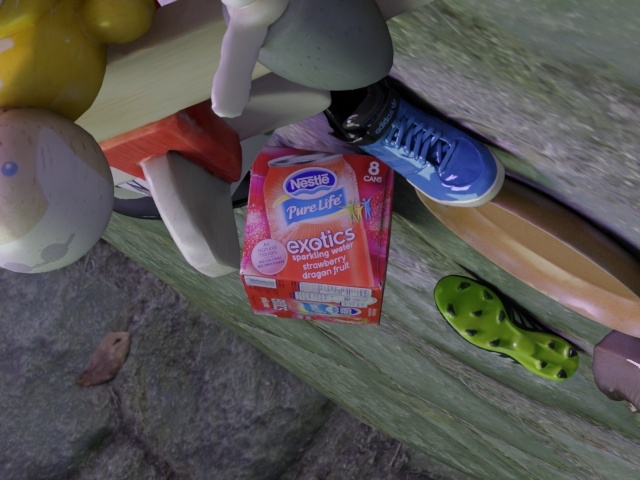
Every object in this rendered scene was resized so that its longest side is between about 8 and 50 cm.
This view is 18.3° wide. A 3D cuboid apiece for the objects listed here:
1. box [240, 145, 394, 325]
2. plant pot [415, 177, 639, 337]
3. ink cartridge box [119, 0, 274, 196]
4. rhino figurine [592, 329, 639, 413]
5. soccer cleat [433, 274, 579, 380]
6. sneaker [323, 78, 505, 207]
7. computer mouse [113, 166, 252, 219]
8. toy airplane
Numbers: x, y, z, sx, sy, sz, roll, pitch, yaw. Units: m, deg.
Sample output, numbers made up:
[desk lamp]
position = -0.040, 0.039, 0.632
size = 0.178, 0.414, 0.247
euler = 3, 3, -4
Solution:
[box]
position = 0.000, 0.000, 1.828
size = 0.128, 0.122, 0.257
euler = 6, 170, 2
[plant pot]
position = 0.184, 0.005, 1.606
size = 0.236, 0.032, 0.236
euler = 32, 173, 5
[ink cartridge box]
position = -0.112, -0.117, 1.548
size = 0.093, 0.160, 0.219
euler = 36, 172, -24
[rhino figurine]
position = 0.327, 0.134, 1.689
size = 0.106, 0.073, 0.243
euler = 35, 171, -38
[soccer cleat]
position = 0.184, 0.092, 2.040
size = 0.179, 0.060, 0.072
euler = 32, 174, -16
[sneaker]
position = 0.062, -0.077, 1.478
size = 0.152, 0.058, 0.084
euler = 35, -177, 35
[computer mouse]
position = -0.142, -0.055, 2.039
size = 0.272, 0.072, 0.188
euler = 8, 170, 13
[toy airplane]
position = -0.146, -0.082, 1.123
size = 0.384, 0.272, 0.386
euler = 11, 139, -15
